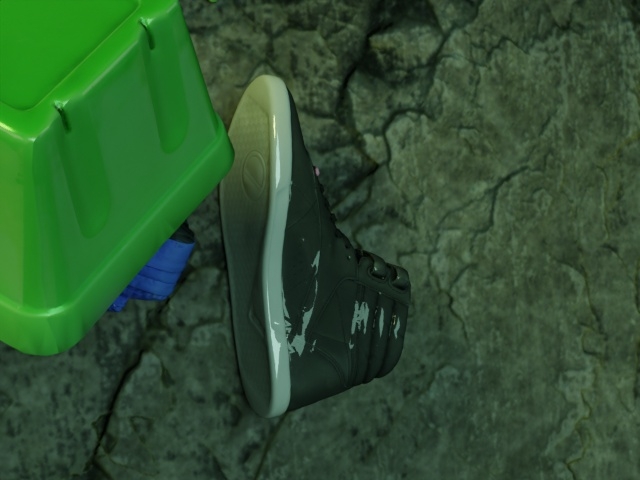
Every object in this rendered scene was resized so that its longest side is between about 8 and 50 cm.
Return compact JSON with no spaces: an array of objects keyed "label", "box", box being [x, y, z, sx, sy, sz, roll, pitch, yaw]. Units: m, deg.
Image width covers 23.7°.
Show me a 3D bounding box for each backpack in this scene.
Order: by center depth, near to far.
[{"label":"backpack","box":[-0.171,0.005,1.259,0.120,0.098,0.101,14,111,-25]}]

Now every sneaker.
[{"label":"sneaker","box":[0.000,0.000,1.340,0.147,0.104,0.295,-7,97,-28]}]

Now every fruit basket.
[{"label":"fruit basket","box":[-0.281,-0.048,1.117,0.392,0.392,0.283,50,52,-16]}]

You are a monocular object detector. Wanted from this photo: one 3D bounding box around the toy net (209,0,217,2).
[{"label":"toy net","box":[-0.075,-0.332,1.340,0.122,0.045,0.232,31,76,-22]}]
